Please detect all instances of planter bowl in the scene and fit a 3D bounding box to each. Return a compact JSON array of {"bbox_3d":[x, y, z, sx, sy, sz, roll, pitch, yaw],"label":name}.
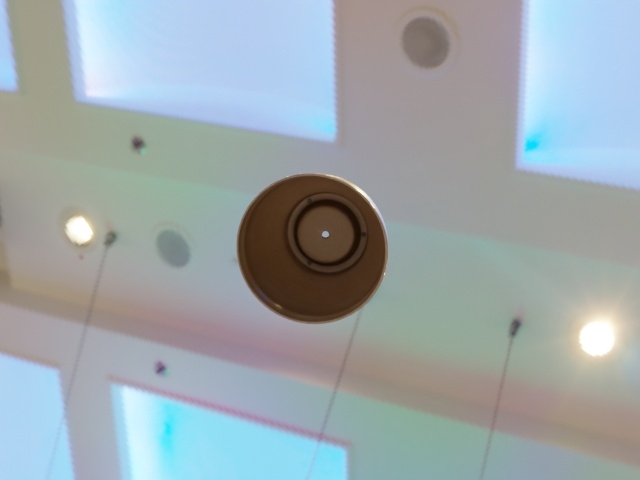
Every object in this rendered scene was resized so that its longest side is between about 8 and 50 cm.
[{"bbox_3d":[0.000,0.000,1.350,0.162,0.109,0.162,2,-79,10],"label":"planter bowl"}]
